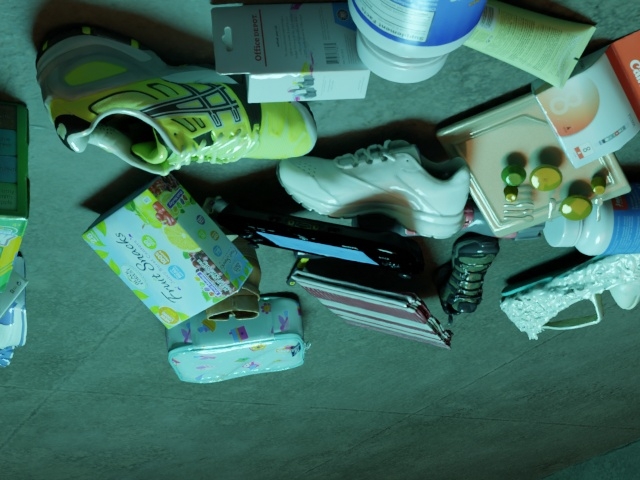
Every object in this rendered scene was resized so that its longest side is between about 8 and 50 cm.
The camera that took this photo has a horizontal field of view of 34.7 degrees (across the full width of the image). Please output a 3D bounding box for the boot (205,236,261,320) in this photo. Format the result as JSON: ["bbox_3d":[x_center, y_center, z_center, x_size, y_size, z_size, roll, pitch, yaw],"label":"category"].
[{"bbox_3d":[-0.195,0.062,1.701,0.197,0.152,0.073,-4,154,-8],"label":"boot"}]

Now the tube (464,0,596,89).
[{"bbox_3d":[0.243,-0.257,1.292,0.240,0.062,0.070,10,158,-33],"label":"tube"}]

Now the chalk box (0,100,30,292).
[{"bbox_3d":[-0.479,-0.071,1.331,0.180,0.179,0.289,4,151,-23],"label":"chalk box"}]

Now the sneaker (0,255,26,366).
[{"bbox_3d":[-0.612,0.139,1.770,0.182,0.127,0.315,3,153,-25],"label":"sneaker"}]

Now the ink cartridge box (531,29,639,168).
[{"bbox_3d":[0.401,-0.193,1.408,0.179,0.045,0.145,-23,125,22],"label":"ink cartridge box"}]

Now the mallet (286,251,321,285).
[{"bbox_3d":[-0.042,0.042,1.840,0.062,0.039,0.189,3,156,-22],"label":"mallet"}]

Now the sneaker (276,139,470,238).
[{"bbox_3d":[0.084,-0.098,1.530,0.297,0.111,0.129,9,125,-8],"label":"sneaker"}]

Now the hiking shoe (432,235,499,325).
[{"bbox_3d":[0.280,0.073,1.896,0.086,0.114,0.227,-3,154,-15],"label":"hiking shoe"}]

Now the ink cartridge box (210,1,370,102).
[{"bbox_3d":[-0.038,-0.225,1.228,0.181,0.104,0.061,-3,153,-8],"label":"ink cartridge box"}]

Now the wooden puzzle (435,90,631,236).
[{"bbox_3d":[0.319,-0.123,1.535,0.221,0.044,0.238,-21,126,25],"label":"wooden puzzle"}]

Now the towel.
[{"bbox_3d":[0.105,0.127,1.923,0.237,0.037,0.329,12,166,23],"label":"towel"}]

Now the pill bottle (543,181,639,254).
[{"bbox_3d":[0.495,-0.037,1.726,0.222,0.124,0.124,-2,153,-13],"label":"pill bottle"}]

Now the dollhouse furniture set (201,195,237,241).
[{"bbox_3d":[-0.177,-0.045,1.657,0.081,0.091,0.114,-63,159,12],"label":"dollhouse furniture set"}]

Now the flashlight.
[{"bbox_3d":[0.207,-0.041,1.672,0.304,0.103,0.103,-4,127,-5],"label":"flashlight"}]

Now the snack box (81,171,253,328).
[{"bbox_3d":[-0.236,0.018,1.580,0.174,0.070,0.207,-28,108,36],"label":"snack box"}]

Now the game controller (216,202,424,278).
[{"bbox_3d":[0.000,0.000,1.589,0.319,0.067,0.166,10,179,22],"label":"game controller"}]

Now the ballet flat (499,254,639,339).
[{"bbox_3d":[0.530,0.083,1.954,0.147,0.146,0.409,16,148,-39],"label":"ballet flat"}]

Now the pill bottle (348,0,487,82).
[{"bbox_3d":[0.110,-0.291,1.086,0.152,0.152,0.272,-4,153,-8],"label":"pill bottle"}]

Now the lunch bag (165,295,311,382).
[{"bbox_3d":[-0.160,0.205,2.044,0.279,0.107,0.224,-7,153,-2],"label":"lunch bag"}]

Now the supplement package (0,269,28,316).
[{"bbox_3d":[-0.592,0.096,1.534,0.203,0.194,0.149,38,139,-10],"label":"supplement package"}]

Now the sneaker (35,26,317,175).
[{"bbox_3d":[-0.175,-0.143,1.308,0.385,0.147,0.145,8,148,-31],"label":"sneaker"}]

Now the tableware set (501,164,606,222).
[{"bbox_3d":[0.347,-0.074,1.531,0.154,0.024,0.104,1,129,9],"label":"tableware set"}]
